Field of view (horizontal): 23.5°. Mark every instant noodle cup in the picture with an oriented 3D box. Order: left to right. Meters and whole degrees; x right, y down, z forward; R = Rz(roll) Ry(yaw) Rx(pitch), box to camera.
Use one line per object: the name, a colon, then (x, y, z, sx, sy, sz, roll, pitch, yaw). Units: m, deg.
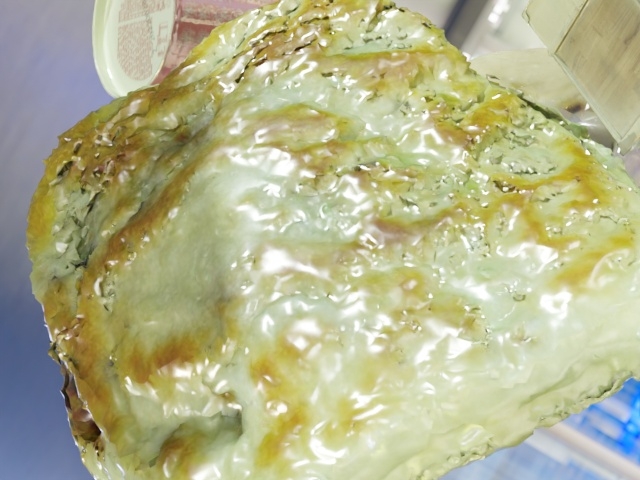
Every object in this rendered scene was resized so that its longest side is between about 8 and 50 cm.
instant noodle cup: (-0.123, -0.226, 1.629, 0.235, 0.178, 0.234, -9, -101, 55)

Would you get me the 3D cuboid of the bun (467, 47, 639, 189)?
bun: (0.202, -0.040, 1.222, 0.273, 0.273, 0.168, -59, 170, -15)

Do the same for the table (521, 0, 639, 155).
table: (0.145, -0.098, 0.675, 0.062, 0.083, 0.079, -27, 163, -24)

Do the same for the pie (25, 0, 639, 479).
pie: (0.001, 0.018, 0.999, 0.395, 0.418, 0.180, -35, 133, -9)
